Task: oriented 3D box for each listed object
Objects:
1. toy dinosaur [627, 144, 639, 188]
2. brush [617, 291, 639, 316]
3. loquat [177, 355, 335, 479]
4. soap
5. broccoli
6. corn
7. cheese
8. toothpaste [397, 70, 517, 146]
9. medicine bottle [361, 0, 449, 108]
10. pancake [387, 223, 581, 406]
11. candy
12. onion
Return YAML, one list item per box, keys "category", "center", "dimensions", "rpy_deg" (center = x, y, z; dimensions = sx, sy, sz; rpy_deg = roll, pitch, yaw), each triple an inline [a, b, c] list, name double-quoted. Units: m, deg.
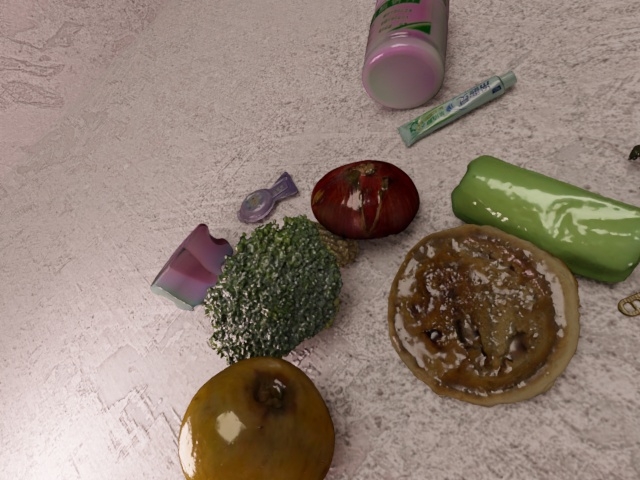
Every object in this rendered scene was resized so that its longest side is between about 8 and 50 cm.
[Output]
- category: "toy dinosaur"
  center: [0.681, -0.129, 0.766]
  dimensions: [0.179, 0.087, 0.187]
  rpy_deg: [12, 82, -7]
- category: "brush"
  center: [0.609, 0.072, 0.691]
  dimensions: [0.218, 0.010, 0.082]
  rpy_deg: [-30, 54, 11]
- category: "loquat"
  center: [-0.112, 0.350, 0.754]
  dimensions: [0.275, 0.275, 0.274]
  rpy_deg: [-13, 58, 21]
- category: "soap"
  center: [-0.310, 0.063, 1.008]
  dimensions: [0.193, 0.109, 0.324]
  rpy_deg: [-52, 17, -6]
- category: "broccoli"
  center: [-0.082, 0.124, 0.902]
  dimensions: [0.249, 0.302, 0.375]
  rpy_deg: [28, 106, 15]
- category: "corn"
  center: [0.000, 0.000, 1.007]
  dimensions: [0.211, 0.087, 0.087]
  rpy_deg: [22, 75, 41]
- category: "cheese"
  center: [-0.156, -0.116, 1.172]
  dimensions: [0.191, 0.042, 0.105]
  rpy_deg: [-34, 54, 3]
- category: "toothpaste"
  center: [0.339, -0.332, 1.041]
  dimensions: [0.297, 0.048, 0.074]
  rpy_deg: [-26, 57, 16]
- category: "medicine bottle"
  center: [0.233, -0.543, 1.110]
  dimensions: [0.212, 0.212, 0.325]
  rpy_deg: [-1, 63, 27]
- category: "pancake"
  center: [0.283, 0.131, 0.773]
  dimensions: [0.356, 0.065, 0.356]
  rpy_deg: [-11, 70, 33]
- category: "candy"
  center: [0.416, -0.048, 0.783]
  dimensions: [0.343, 0.132, 0.142]
  rpy_deg: [31, 67, 36]
- category: "onion"
  center: [0.100, -0.101, 0.943]
  dimensions: [0.248, 0.248, 0.161]
  rpy_deg: [12, 111, 32]
